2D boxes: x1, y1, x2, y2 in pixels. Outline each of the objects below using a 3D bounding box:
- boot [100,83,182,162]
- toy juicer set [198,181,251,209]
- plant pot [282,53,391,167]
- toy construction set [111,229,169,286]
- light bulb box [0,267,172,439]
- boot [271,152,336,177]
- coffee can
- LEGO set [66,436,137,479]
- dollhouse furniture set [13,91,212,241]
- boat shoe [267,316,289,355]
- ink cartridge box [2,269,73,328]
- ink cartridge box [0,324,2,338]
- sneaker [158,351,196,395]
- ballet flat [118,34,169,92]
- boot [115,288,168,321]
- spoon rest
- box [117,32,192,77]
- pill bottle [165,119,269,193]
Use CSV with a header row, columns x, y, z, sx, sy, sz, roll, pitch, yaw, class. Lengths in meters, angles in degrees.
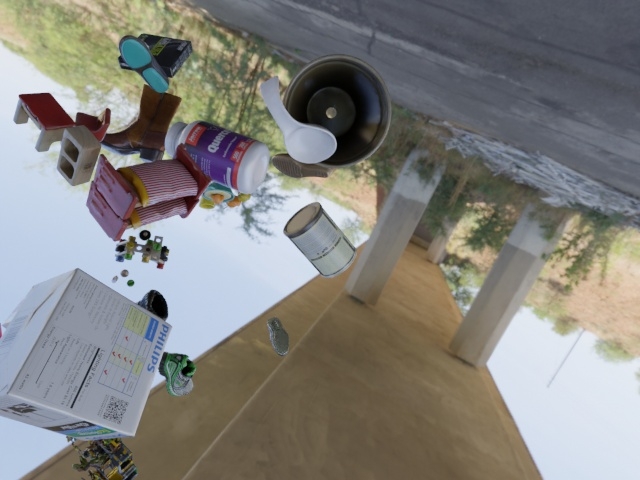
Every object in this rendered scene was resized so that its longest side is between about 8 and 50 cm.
x,y,z,sx,sy,sz,roll,pitch,yaw,class
-0.677,-0.447,1.493,0.264,0.280,0.096,14,174,-8,boot
-0.391,-0.192,1.708,0.209,0.089,0.329,5,163,-19,toy juicer set
0.045,-0.414,1.320,0.323,0.323,0.280,23,-164,-9,plant pot
-0.872,0.077,1.959,0.257,0.309,0.237,40,153,-17,toy construction set
-0.680,0.338,1.166,0.361,0.225,0.358,50,-146,-40,light bulb box
-0.042,-0.327,1.578,0.248,0.090,0.207,14,-133,12,boot
0.000,0.000,1.771,0.275,0.201,0.201,50,180,-25,coffee can
-0.771,0.771,1.377,0.255,0.331,0.192,41,-133,9,LEGO set
-0.449,-0.198,0.888,0.374,0.152,0.201,49,-143,7,dollhouse furniture set
-0.201,0.476,1.980,0.084,0.079,0.233,-11,-146,-15,boat shoe
-1.388,0.324,2.090,0.272,0.309,0.130,-103,-13,-57,ink cartridge box
-1.459,0.425,1.664,0.172,0.100,0.237,1,-170,-13,ink cartridge box
-0.692,0.678,2.035,0.146,0.343,0.134,3,-133,3,sneaker
-0.461,-0.467,1.056,0.074,0.074,0.203,27,170,13,ballet flat
-0.800,0.283,1.741,0.348,0.260,0.131,49,-168,27,boot
-0.060,-0.293,1.069,0.276,0.137,0.084,44,-145,-46,spoon rest
-0.563,-0.639,1.404,0.184,0.045,0.190,10,-128,5,box
-0.347,-0.289,1.370,0.323,0.181,0.181,22,-169,9,pill bottle
